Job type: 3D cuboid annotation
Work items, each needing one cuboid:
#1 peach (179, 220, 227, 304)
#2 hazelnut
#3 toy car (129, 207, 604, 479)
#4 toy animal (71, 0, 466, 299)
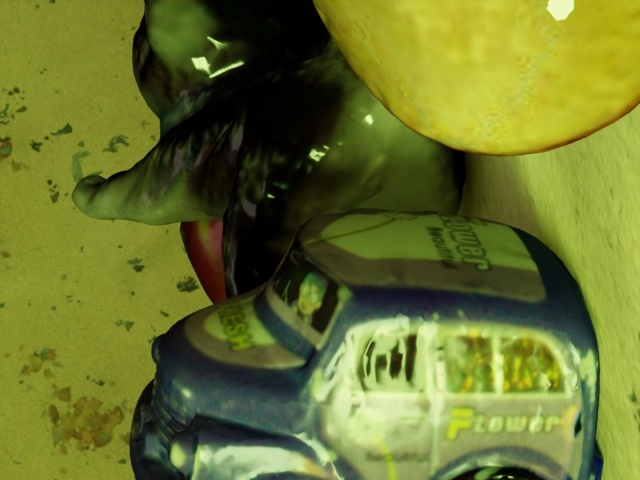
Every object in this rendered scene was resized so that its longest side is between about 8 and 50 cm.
[{"bbox_3d":[0.000,0.000,1.368,0.190,0.226,0.196,-12,49,53],"label":"peach"},{"bbox_3d":[0.061,-0.112,0.540,0.150,0.150,0.150,169,90,-84],"label":"hazelnut"},{"bbox_3d":[0.024,0.070,0.810,0.172,0.235,0.158,-114,27,-64],"label":"toy car"},{"bbox_3d":[-0.028,-0.094,1.069,0.344,0.194,0.303,46,129,47],"label":"toy animal"}]
